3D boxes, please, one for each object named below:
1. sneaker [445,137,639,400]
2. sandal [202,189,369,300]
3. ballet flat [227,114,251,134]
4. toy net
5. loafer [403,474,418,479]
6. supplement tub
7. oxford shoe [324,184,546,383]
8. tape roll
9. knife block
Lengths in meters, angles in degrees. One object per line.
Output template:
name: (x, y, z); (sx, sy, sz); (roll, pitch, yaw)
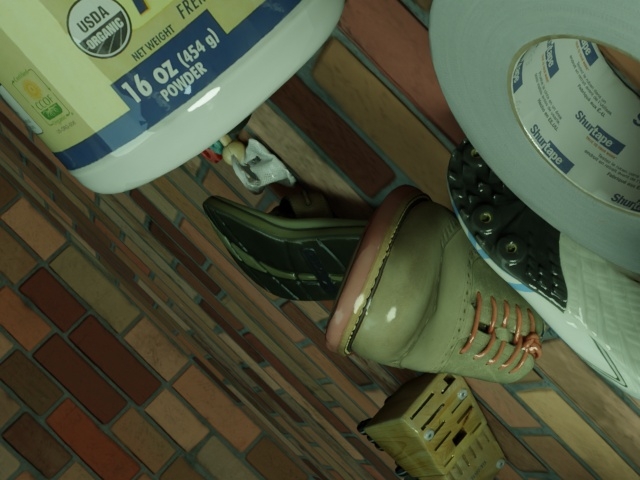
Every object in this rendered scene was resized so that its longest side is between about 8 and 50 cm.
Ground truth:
sneaker: (0.172, 0.025, 0.639); (0.237, 0.085, 0.086); (46, 170, 5)
sandal: (0.002, 0.001, 0.968); (0.303, 0.086, 0.120); (10, 138, 37)
ballet flat: (-0.155, -0.211, 0.812); (0.280, 0.095, 0.096); (46, 150, -7)
toy net: (-0.121, -0.099, 1.054); (0.232, 0.045, 0.122); (34, 159, 28)
loafer: (0.219, 0.426, 1.450); (0.087, 0.094, 0.251); (25, -179, -25)
supplement tub: (-0.157, -0.213, 0.581); (0.316, 0.228, 0.228); (51, 161, -21)
oxford shoe: (0.103, 0.042, 0.671); (0.130, 0.123, 0.348); (25, -173, 18)
tape roll: (0.160, -0.075, 0.455); (0.219, 0.072, 0.219); (38, 161, 16)
knife block: (0.112, 0.235, 1.221); (0.242, 0.088, 0.275); (24, 154, 45)
